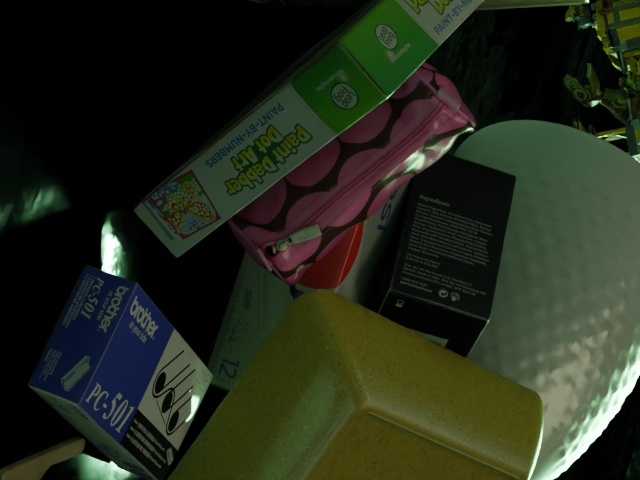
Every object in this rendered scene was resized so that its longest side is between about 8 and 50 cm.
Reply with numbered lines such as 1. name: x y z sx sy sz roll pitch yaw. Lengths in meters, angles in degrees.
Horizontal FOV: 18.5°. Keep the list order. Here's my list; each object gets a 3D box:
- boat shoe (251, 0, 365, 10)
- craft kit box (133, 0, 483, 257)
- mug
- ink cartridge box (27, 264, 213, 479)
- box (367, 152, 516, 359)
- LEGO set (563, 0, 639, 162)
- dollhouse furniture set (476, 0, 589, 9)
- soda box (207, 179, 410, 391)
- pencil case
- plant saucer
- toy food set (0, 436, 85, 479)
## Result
1. boat shoe: 0.039 -0.324 1.417 0.340 0.113 0.127 -69 160 -4
2. craft kit box: 0.010 -0.117 1.423 0.246 0.061 0.250 -39 -175 43
3. mug: 0.184 0.120 1.976 0.328 0.276 0.374 -57 159 -34
4. ink cartridge box: -0.143 0.103 1.443 0.097 0.046 0.207 -65 160 -15
5. box: 0.097 0.032 1.718 0.156 0.093 0.158 113 -8 -56
6. LEGO set: 0.337 -0.152 2.350 0.331 0.192 0.255 5 74 -73
7. dollhouse furniture set: 0.153 -0.335 1.739 0.212 0.161 0.242 57 33 -66
8. soda box: 0.000 0.000 1.651 0.098 0.091 0.286 13 96 -70
9. pencil case: 0.026 -0.054 1.542 0.209 0.095 0.098 -43 -179 3
10. plant saucer: 0.022 0.237 1.631 0.332 0.081 0.333 27 101 -44
11. toy food set: -0.205 0.244 1.422 0.132 0.038 0.192 -23 129 -64
